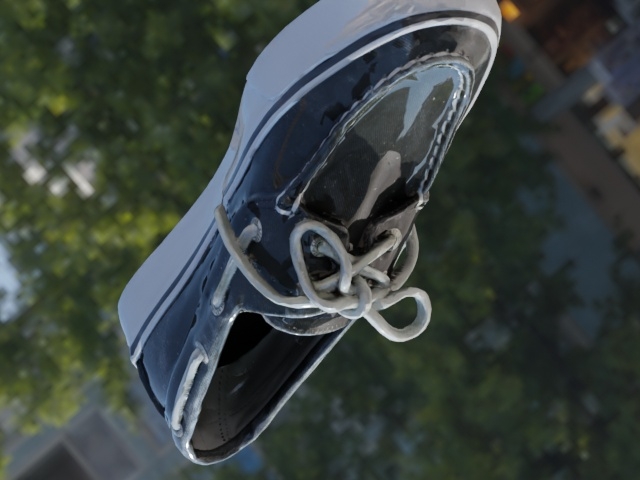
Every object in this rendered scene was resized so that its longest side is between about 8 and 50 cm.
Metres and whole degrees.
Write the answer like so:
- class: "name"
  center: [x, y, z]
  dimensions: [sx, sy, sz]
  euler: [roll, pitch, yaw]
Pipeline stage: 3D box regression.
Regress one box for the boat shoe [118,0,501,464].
- class: "boat shoe"
  center: [-0.004, 0.000, 0.879]
  dimensions: [0.113, 0.306, 0.105]
  euler: [6, -129, -37]
